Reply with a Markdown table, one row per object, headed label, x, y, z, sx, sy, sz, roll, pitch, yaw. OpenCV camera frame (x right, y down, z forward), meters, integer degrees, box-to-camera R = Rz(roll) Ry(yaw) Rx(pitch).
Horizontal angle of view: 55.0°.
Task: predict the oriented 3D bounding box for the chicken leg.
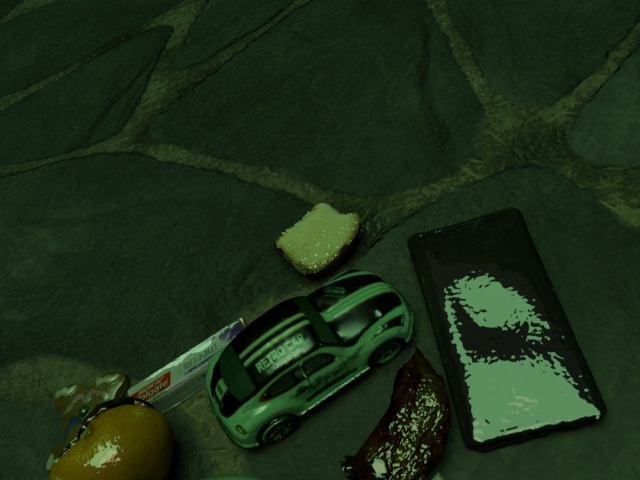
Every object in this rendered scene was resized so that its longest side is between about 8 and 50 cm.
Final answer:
| label | x | y | z | sx | sy | sz | roll | pitch | yaw |
| --- | --- | --- | --- | --- | --- | --- | --- | --- | --- |
| chicken leg | 0.102 | 0.239 | 0.754 | 0.105 | 0.063 | 0.233 | 24 | 64 | 26 |

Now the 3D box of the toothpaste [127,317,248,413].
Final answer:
| label | x | y | z | sx | sy | sz | roll | pitch | yaw |
| --- | --- | --- | --- | --- | --- | --- | --- | --- | --- |
| toothpaste | -0.183 | 0.189 | 0.897 | 0.196 | 0.040 | 0.047 | -33 | 50 | -6 |

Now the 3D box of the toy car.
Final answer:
| label | x | y | z | sx | sy | sz | roll | pitch | yaw |
| --- | --- | --- | --- | --- | --- | --- | --- | --- | --- |
| toy car | -0.022 | 0.141 | 0.825 | 0.306 | 0.125 | 0.136 | -34 | 52 | -6 |

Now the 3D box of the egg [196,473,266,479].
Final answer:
| label | x | y | z | sx | sy | sz | roll | pitch | yaw |
| --- | --- | --- | --- | --- | --- | --- | --- | --- | --- |
| egg | -0.129 | 0.354 | 0.677 | 0.231 | 0.168 | 0.168 | -28 | 52 | -7 |

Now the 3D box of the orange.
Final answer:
| label | x | y | z | sx | sy | sz | roll | pitch | yaw |
| --- | --- | --- | --- | --- | --- | --- | --- | --- | --- |
| orange | -0.253 | 0.290 | 0.779 | 0.112 | 0.160 | 0.169 | 3 | 98 | 43 |

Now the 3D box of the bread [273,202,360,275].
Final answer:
| label | x | y | z | sx | sy | sz | roll | pitch | yaw |
| --- | --- | --- | --- | --- | --- | --- | --- | --- | --- |
| bread | 0.000 | 0.000 | 0.972 | 0.129 | 0.044 | 0.126 | -46 | 47 | -13 |

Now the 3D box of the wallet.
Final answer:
| label | x | y | z | sx | sy | sz | roll | pitch | yaw |
| --- | --- | --- | --- | --- | --- | --- | --- | --- | --- |
| wallet | 0.233 | 0.105 | 0.819 | 0.171 | 0.044 | 0.320 | -16 | 55 | 8 |

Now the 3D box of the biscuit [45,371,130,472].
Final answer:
| label | x | y | z | sx | sy | sz | roll | pitch | yaw |
| --- | --- | --- | --- | --- | --- | --- | --- | --- | --- |
| biscuit | -0.330 | 0.289 | 0.880 | 0.138 | 0.031 | 0.204 | -17 | 54 | 6 |

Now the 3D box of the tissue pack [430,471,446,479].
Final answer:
| label | x | y | z | sx | sy | sz | roll | pitch | yaw |
| --- | --- | --- | --- | --- | --- | --- | --- | --- | --- |
| tissue pack | 0.120 | 0.348 | 0.668 | 0.148 | 0.060 | 0.109 | -40 | 52 | -13 |
